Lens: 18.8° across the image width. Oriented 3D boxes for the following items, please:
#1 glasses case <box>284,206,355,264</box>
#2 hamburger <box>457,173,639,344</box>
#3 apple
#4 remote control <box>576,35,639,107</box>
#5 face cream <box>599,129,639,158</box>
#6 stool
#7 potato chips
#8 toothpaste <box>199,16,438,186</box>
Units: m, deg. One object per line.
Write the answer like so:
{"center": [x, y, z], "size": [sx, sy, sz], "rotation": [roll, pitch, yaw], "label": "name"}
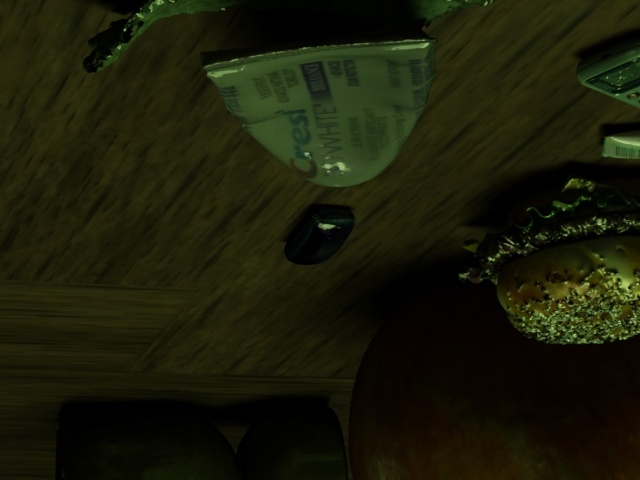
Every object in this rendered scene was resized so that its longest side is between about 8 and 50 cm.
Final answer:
{"center": [0.000, 0.000, 1.352], "size": [0.033, 0.023, 0.083], "rotation": [3, 161, -16], "label": "glasses case"}
{"center": [0.196, 0.018, 1.337], "size": [0.189, 0.093, 0.164], "rotation": [0, 161, -17], "label": "hamburger"}
{"center": [0.158, 0.147, 1.502], "size": [0.301, 0.301, 0.301], "rotation": [-4, 162, -1], "label": "apple"}
{"center": [0.202, -0.092, 1.126], "size": [0.053, 0.018, 0.124], "rotation": [-20, 156, 38], "label": "remote control"}
{"center": [0.234, -0.063, 1.217], "size": [0.115, 0.020, 0.038], "rotation": [-5, 163, 6], "label": "face cream"}
{"center": [-0.118, 0.249, 1.833], "size": [0.264, 0.179, 0.179], "rotation": [0, 161, -10], "label": "stool"}
{"center": [-0.009, -0.124, 0.931], "size": [0.228, 0.059, 0.167], "rotation": [-10, 168, 1], "label": "potato chips"}
{"center": [0.009, -0.072, 1.027], "size": [0.099, 0.068, 0.282], "rotation": [-36, 173, -1], "label": "toothpaste"}
